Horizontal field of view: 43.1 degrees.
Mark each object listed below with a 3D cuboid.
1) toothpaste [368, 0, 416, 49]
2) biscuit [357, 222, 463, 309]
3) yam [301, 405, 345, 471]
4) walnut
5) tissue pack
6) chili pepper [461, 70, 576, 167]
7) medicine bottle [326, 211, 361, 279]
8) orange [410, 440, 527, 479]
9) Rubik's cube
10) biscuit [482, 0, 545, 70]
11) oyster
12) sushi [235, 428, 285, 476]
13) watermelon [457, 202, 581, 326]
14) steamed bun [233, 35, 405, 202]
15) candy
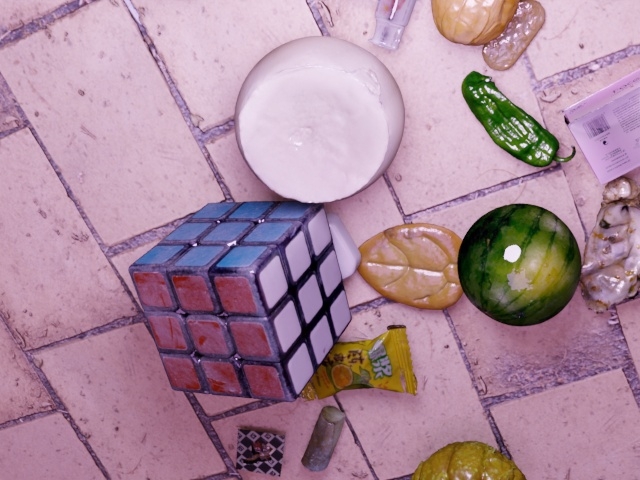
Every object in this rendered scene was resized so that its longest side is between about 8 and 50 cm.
[{"bbox_3d":[0.163,-0.510,1.466,0.100,0.066,0.323,20,112,3],"label":"toothpaste"},{"bbox_3d":[0.198,0.057,1.741,0.260,0.041,0.203,8,117,9],"label":"biscuit"},{"bbox_3d":[0.009,0.483,1.961,0.068,0.068,0.169,19,117,-2],"label":"yam"},{"bbox_3d":[0.278,-0.446,1.432,0.159,0.159,0.207,12,117,2],"label":"walnut"},{"bbox_3d":[0.603,-0.230,1.524,0.246,0.092,0.148,-29,108,19],"label":"tissue pack"},{"bbox_3d":[0.373,-0.225,1.567,0.257,0.074,0.100,38,115,-10],"label":"chili pepper"},{"bbox_3d":[0.000,0.000,1.720,0.119,0.069,0.183,-22,108,32],"label":"medicine bottle"},{"bbox_3d":[0.360,0.597,1.886,0.301,0.223,0.300,28,131,-6],"label":"orange"},{"bbox_3d":[-0.149,0.112,1.635,0.305,0.301,0.304,1,119,27],"label":"Rubik's cube"},{"bbox_3d":[0.362,-0.386,1.522,0.071,0.018,0.147,30,114,-10],"label":"biscuit"},{"bbox_3d":[0.606,0.015,1.658,0.166,0.094,0.294,30,127,13],"label":"oyster"},{"bbox_3d":[-0.148,0.522,2.023,0.120,0.026,0.126,8,112,6],"label":"sushi"},{"bbox_3d":[0.393,0.047,1.608,0.242,0.242,0.242,3,116,6],"label":"watermelon"},{"bbox_3d":[-0.002,-0.230,1.538,0.324,0.206,0.324,3,119,6],"label":"steamed bun"},{"bbox_3d":[0.071,0.283,1.852,0.297,0.081,0.187,-6,115,22],"label":"candy"}]
